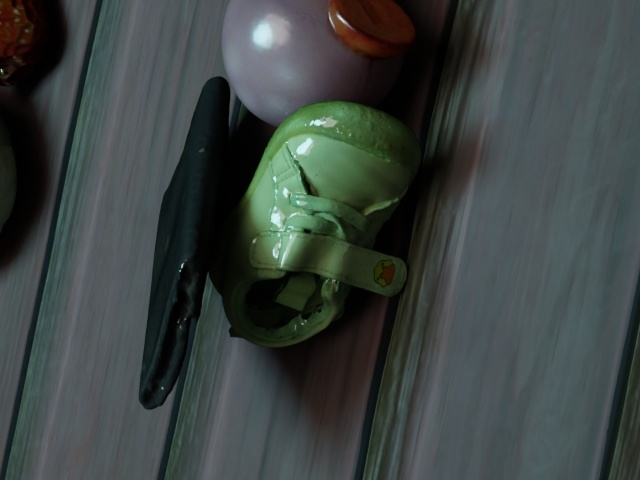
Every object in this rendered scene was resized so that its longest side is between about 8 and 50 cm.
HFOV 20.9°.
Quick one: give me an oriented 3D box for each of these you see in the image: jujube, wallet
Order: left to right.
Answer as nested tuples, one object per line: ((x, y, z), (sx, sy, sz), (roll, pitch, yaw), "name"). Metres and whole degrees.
((-0.357, -0.257, 1.923), (0.112, 0.109, 0.176), (-12, 61, 4), "jujube")
((-0.119, -0.004, 1.569), (0.321, 0.044, 0.170), (-91, 19, -56), "wallet")

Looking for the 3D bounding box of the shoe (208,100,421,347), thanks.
((0.000, -0.006, 1.521), (0.262, 0.140, 0.128), (-46, 47, 37), "shoe")

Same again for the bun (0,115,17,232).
((-0.438, -0.093, 1.914), (0.273, 0.168, 0.273), (36, 145, 31), "bun")

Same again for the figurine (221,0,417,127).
((-0.008, -0.174, 1.531), (0.173, 0.173, 0.173), (-9, 77, 42), "figurine")
